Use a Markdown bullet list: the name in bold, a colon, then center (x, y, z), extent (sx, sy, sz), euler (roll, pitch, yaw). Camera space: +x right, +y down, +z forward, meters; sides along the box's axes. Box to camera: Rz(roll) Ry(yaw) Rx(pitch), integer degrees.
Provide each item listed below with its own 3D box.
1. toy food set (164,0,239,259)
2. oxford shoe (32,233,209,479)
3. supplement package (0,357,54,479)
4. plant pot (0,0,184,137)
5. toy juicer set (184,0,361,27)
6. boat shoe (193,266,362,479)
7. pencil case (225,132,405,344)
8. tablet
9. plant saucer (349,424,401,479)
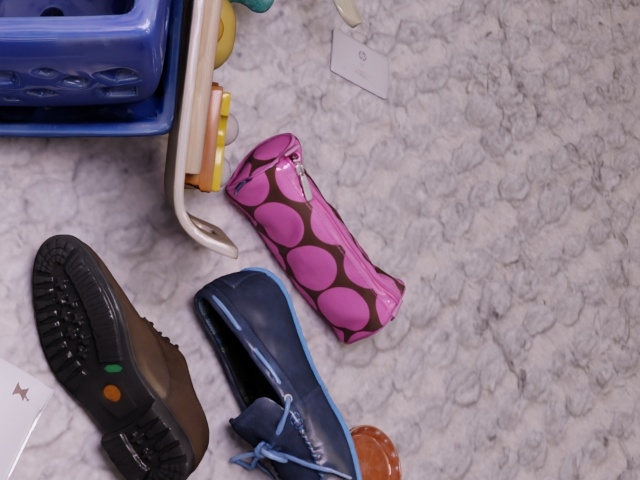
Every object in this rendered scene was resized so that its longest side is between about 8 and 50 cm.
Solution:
- **toy food set**: center (-0.070, -0.145, 1.146), extent (0.092, 0.220, 0.306), euler (6, 95, -9)
- **oxford shoe**: center (-0.165, 0.095, 1.143), extent (0.227, 0.083, 0.096), euler (64, 25, -5)
- **supplement package**: center (-0.331, 0.163, 0.859), extent (0.204, 0.145, 0.262), euler (36, 63, -27)
- **plant pot**: center (-0.218, -0.205, 1.060), extent (0.212, 0.236, 0.236), euler (80, 10, -67)
- **toy juicer set**: center (-0.120, -0.318, 1.321), extent (0.329, 0.089, 0.209), euler (11, 64, -29)
- **boat shoe**: center (-0.048, 0.154, 1.223), extent (0.089, 0.109, 0.258), euler (-11, 67, -39)
- **pencil case**: center (0.000, 0.000, 1.310), extent (0.209, 0.098, 0.095), euler (52, 46, -18)
- **tablet**: center (0.043, -0.191, 1.489), extent (0.083, 0.006, 0.054), euler (24, 59, -37)
- **plant saucer**: center (0.045, 0.220, 1.332), extent (0.083, 0.013, 0.083), euler (19, 62, -39)
